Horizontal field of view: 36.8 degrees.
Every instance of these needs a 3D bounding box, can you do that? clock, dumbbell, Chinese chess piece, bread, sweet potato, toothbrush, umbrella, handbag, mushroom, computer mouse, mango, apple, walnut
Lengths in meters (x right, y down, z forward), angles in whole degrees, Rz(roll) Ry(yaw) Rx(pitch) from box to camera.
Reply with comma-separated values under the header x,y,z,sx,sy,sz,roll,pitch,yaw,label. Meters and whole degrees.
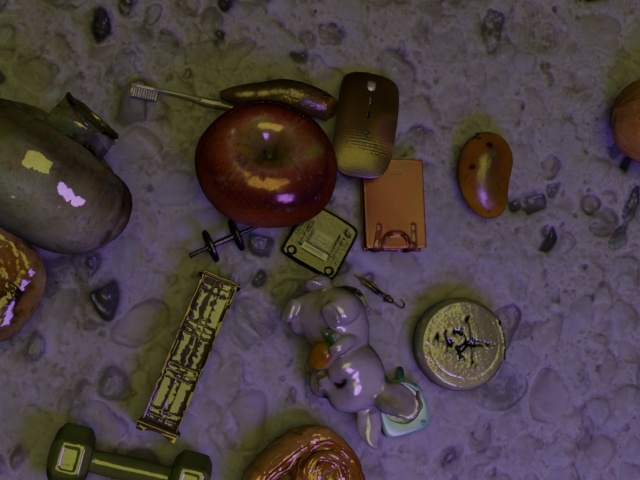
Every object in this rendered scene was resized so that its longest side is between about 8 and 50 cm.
x,y,z,sx,sy,sz,roll,pitch,yaw,label
0.159,0.323,1.932,0.101,0.041,0.135,-13,84,-10,clock
-0.357,0.429,1.804,0.302,0.108,0.121,14,81,-7,dumbbell
0.281,0.209,1.944,0.188,0.083,0.188,1,86,-10,Chinese chess piece
-0.627,0.079,1.793,0.244,0.134,0.244,1,86,-10,bread
-0.079,-0.294,1.945,0.243,0.077,0.077,10,82,-13,sweet potato
-0.210,-0.270,1.952,0.354,0.024,0.029,11,89,-7,toothbrush
0.119,0.106,1.964,0.122,0.013,0.022,30,68,-3,umbrella
0.147,-0.070,1.967,0.127,0.063,0.190,1,81,-9,handbag
-0.485,-0.126,1.725,0.352,0.352,0.260,40,90,-3,mushroom
0.091,-0.240,1.953,0.126,0.056,0.245,11,66,-5,computer mouse
-0.037,0.468,1.844,0.236,0.120,0.198,-38,91,-12,bread
0.338,-0.137,1.992,0.115,0.090,0.178,8,90,-15,mango
-0.106,-0.143,1.866,0.272,0.206,0.251,-10,73,-12,apple
-0.191,0.000,1.900,0.147,0.069,0.069,-24,87,-12,dumbbell
0.720,-0.242,2.018,0.225,0.193,0.193,8,82,-4,walnut

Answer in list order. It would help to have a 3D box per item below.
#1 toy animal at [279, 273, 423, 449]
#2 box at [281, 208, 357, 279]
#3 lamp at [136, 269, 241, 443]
x,y,z,sx,sy,sz,roll,pitch,yaw,label
0.056,0.228,1.848,0.325,0.208,0.154,48,39,9,toy animal
0.000,0.000,1.952,0.126,0.027,0.125,29,80,-5,box
-0.254,0.221,1.856,0.089,0.090,0.325,23,79,-5,lamp
